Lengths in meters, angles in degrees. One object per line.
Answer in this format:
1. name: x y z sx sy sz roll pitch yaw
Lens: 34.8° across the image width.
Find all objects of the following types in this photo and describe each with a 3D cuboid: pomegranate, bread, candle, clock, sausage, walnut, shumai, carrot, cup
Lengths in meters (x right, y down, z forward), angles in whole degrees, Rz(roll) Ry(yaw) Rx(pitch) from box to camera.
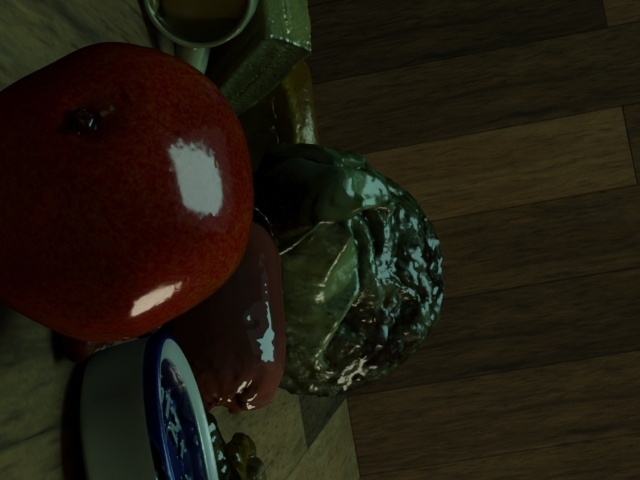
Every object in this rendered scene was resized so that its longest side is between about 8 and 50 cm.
1. pomegranate: -0.158 -0.029 0.774 0.257 0.221 0.221 126 -44 -75
2. bread: -0.084 -0.160 1.857 0.236 0.183 0.389 35 45 -85
3. candle: -0.196 0.064 1.039 0.329 0.048 0.051 -55 143 -81
4. clock: -0.155 0.207 0.961 0.230 0.083 0.230 -16 90 -89
5. sausage: -0.118 0.075 1.256 0.152 0.152 0.280 70 14 -60
6. walnut: -0.109 0.330 1.331 0.170 0.069 0.143 -52 131 -84
7. shumai: 0.000 0.000 1.531 0.348 0.395 0.395 70 11 -57
8. bread: -0.122 -0.364 1.705 0.246 0.111 0.239 -35 -127 48
9. carrot: -0.133 0.264 1.155 0.082 0.082 0.173 -86 165 -67
10. cup: -0.159 -0.357 1.509 0.202 0.173 0.255 -87 165 -60

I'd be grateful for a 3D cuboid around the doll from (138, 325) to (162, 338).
1. doll: -0.200 -0.001 0.943 0.096 0.070 0.195 32 26 -58
